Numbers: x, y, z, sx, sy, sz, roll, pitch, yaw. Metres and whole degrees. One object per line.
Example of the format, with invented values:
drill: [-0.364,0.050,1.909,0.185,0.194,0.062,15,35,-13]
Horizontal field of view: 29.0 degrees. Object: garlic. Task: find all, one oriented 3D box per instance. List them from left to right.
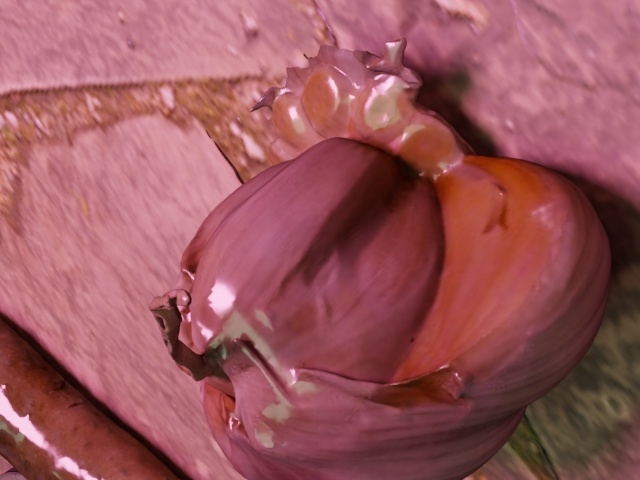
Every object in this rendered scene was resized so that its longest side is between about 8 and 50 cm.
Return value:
garlic: [0.000,0.000,0.531,0.207,0.257,0.207,-13,64,27]

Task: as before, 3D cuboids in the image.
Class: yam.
yam: [-0.188,0.125,0.845,0.317,0.071,0.067,35,168,20]

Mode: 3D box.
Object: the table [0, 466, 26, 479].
table: [-0.185,0.219,0.910,0.133,0.043,0.133,20,124,32]
